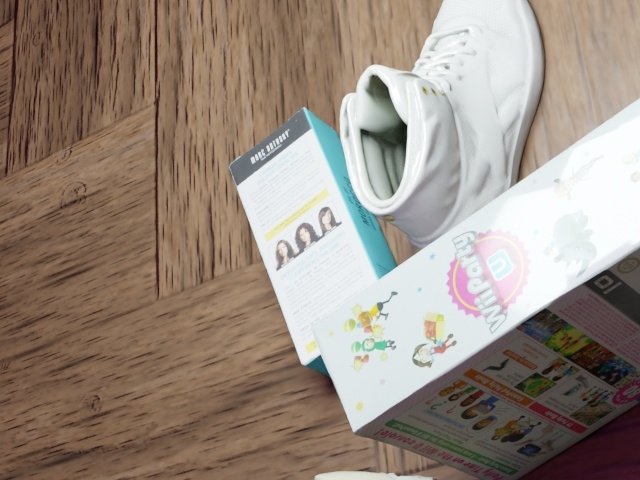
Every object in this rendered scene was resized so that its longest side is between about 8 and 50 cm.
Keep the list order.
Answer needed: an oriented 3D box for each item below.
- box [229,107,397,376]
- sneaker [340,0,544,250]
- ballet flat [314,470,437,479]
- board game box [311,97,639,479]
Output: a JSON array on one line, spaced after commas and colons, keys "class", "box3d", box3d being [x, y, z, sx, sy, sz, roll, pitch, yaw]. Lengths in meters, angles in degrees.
[{"class": "box", "box3d": [0.000, 0.000, 1.098, 0.100, 0.060, 0.244, -36, 52, 19]}, {"class": "sneaker", "box3d": [0.104, -0.134, 1.009, 0.108, 0.169, 0.292, -10, 63, 36]}, {"class": "ballet flat", "box3d": [0.098, 0.235, 0.915, 0.248, 0.086, 0.086, 32, 91, 40]}, {"class": "board game box", "box3d": [0.181, 0.044, 0.830, 0.303, 0.224, 0.097, -37, 53, 18]}]
